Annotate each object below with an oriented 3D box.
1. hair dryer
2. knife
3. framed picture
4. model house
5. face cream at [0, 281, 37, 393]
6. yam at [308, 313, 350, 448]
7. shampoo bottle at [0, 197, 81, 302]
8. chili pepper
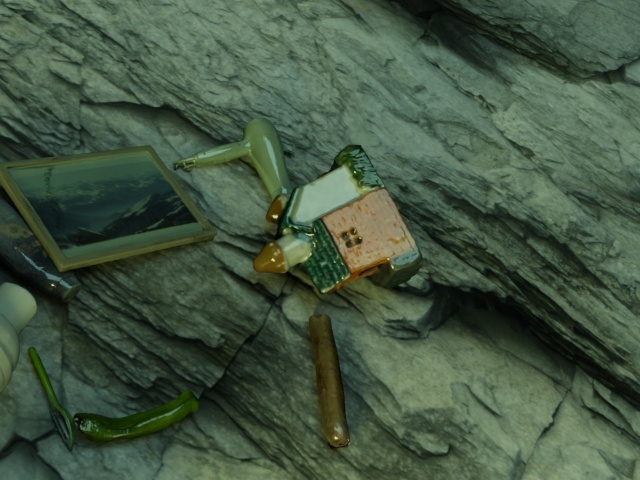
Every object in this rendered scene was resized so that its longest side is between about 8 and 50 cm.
[{"bbox_3d":[-0.173,-0.141,1.983,0.237,0.075,0.206,-6,60,-23],"label":"hair dryer"},{"bbox_3d":[-0.406,0.236,1.523,0.026,0.022,0.184,-26,65,-14],"label":"knife"},{"bbox_3d":[-0.376,-0.067,1.782,0.335,0.022,0.247,-13,56,-45],"label":"framed picture"},{"bbox_3d":[0.000,0.000,1.878,0.300,0.190,0.272,-23,78,-20],"label":"model house"},{"bbox_3d":[-0.516,0.178,1.424,0.145,0.145,0.370,30,44,-1],"label":"face cream"},{"bbox_3d":[0.015,0.239,1.733,0.046,0.046,0.264,10,45,-21],"label":"yam"},{"bbox_3d":[-0.493,0.013,1.659,0.233,0.049,0.087,41,42,10],"label":"shampoo bottle"},{"bbox_3d":[-0.280,0.275,1.536,0.201,0.050,0.052,-9,40,-34],"label":"chili pepper"}]
